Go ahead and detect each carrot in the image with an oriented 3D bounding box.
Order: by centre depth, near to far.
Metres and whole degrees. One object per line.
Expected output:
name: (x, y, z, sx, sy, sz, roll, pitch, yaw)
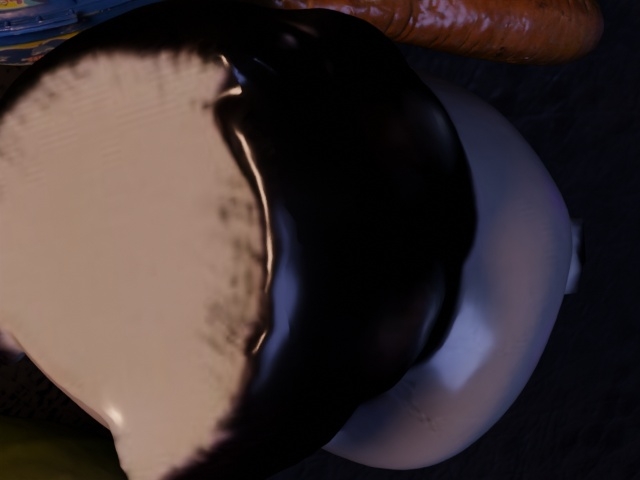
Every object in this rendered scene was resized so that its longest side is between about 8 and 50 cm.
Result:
carrot: (0.067, -0.136, 0.831, 0.248, 0.059, 0.059, 0, 116, -28)

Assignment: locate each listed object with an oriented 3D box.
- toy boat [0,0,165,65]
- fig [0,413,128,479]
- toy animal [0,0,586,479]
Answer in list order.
toy boat: (-0.128, -0.145, 0.681, 0.175, 0.091, 0.110, -24, 145, -12)
fig: (-0.179, 0.219, 0.746, 0.316, 0.316, 0.316, -15, 123, -24)
toy animal: (0.000, 0.000, 0.726, 0.310, 0.251, 0.251, -8, 123, -55)
